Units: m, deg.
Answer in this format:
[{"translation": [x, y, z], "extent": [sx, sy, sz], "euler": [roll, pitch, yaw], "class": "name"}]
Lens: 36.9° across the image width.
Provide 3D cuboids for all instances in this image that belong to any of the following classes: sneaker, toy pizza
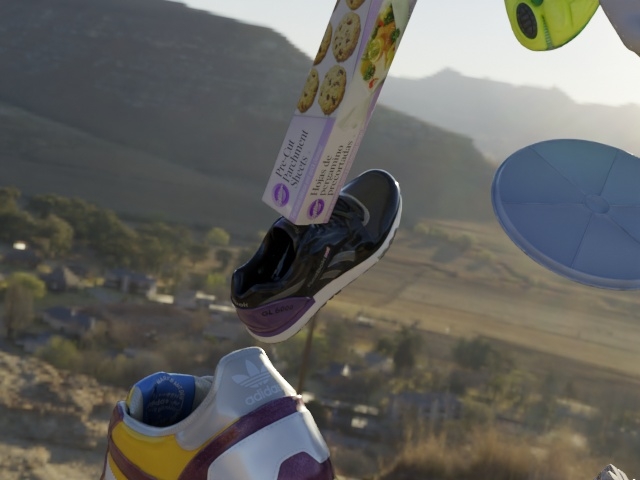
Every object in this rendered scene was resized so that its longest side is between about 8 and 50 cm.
[{"translation": [0.253, -0.307, 0.971], "extent": [0.109, 0.296, 0.123], "euler": [-1, -28, 25], "class": "sneaker"}, {"translation": [-0.059, 0.097, 0.387], "extent": [0.069, 0.084, 0.185], "euler": [-15, -10, -45], "class": "sneaker"}, {"translation": [0.000, 0.000, 1.224], "extent": [0.107, 0.283, 0.124], "euler": [31, -20, 31], "class": "sneaker"}, {"translation": [0.261, -0.024, 0.922], "extent": [0.201, 0.032, 0.201], "euler": [5, 46, -5], "class": "toy pizza"}]

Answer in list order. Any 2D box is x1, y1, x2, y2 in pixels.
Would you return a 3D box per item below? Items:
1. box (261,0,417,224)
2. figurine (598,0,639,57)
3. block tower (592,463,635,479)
[{"translation": [0.025, -0.173, 1.100], "extent": [0.067, 0.324, 0.063], "euler": [37, 26, 33], "class": "box"}, {"translation": [0.279, -0.239, 0.641], "extent": [0.092, 0.209, 0.215], "euler": [30, 40, -35], "class": "figurine"}, {"translation": [0.526, 0.459, 1.441], "extent": [0.335, 0.097, 0.091], "euler": [35, 17, -18], "class": "block tower"}]
